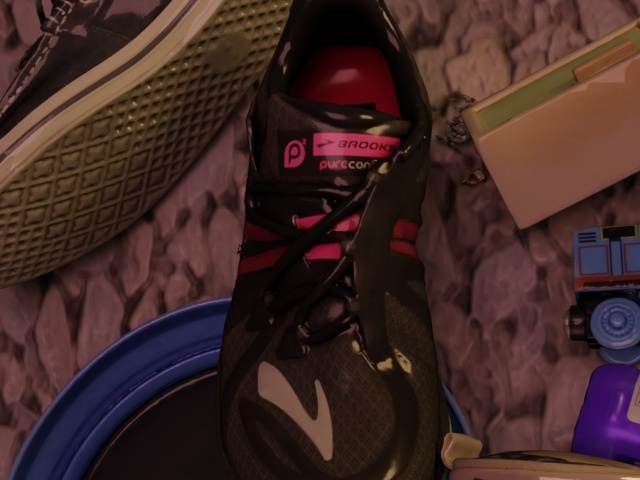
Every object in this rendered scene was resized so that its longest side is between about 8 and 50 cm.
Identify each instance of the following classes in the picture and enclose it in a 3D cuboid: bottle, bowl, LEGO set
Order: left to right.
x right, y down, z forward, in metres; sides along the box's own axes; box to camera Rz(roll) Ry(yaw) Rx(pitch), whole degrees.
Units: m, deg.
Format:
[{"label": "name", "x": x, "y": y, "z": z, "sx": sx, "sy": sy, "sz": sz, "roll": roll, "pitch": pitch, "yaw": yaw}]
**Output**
[{"label": "bowl", "x": -0.060, "y": 0.233, "z": 0.955, "sx": 0.391, "sy": 0.077, "sz": 0.391, "roll": -5, "pitch": 61, "yaw": 9}, {"label": "LEGO set", "x": 0.130, "y": -0.090, "z": 1.051, "sx": 0.054, "sy": 0.023, "sz": 0.083, "roll": -29, "pitch": 70, "yaw": 8}, {"label": "bottle", "x": 0.326, "y": 0.171, "z": 0.877, "sx": 0.282, "sy": 0.118, "sz": 0.092, "roll": 14, "pitch": 66, "yaw": 20}]

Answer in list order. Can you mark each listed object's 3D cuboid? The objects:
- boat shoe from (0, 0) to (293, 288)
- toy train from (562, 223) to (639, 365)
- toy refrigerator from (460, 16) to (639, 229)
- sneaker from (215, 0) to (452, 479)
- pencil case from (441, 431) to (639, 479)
[{"label": "boat shoe", "x": -0.176, "y": -0.159, "z": 1.083, "sx": 0.156, "sy": 0.187, "sz": 0.500, "roll": 39, "pitch": 85, "yaw": 26}, {"label": "toy train", "x": 0.281, "y": 0.039, "z": 0.947, "sx": 0.184, "sy": 0.080, "sz": 0.105, "roll": -4, "pitch": 70, "yaw": 16}, {"label": "toy refrigerator", "x": 0.251, "y": -0.122, "z": 0.963, "sx": 0.269, "sy": 0.102, "sz": 0.094, "roll": -27, "pitch": 107, "yaw": 9}, {"label": "sneaker", "x": 0.000, "y": 0.000, "z": 0.909, "sx": 0.185, "sy": 0.202, "sz": 0.483, "roll": -6, "pitch": 56, "yaw": 6}, {"label": "pencil case", "x": 0.163, "y": 0.330, "z": 0.783, "sx": 0.183, "sy": 0.160, "sz": 0.410, "roll": -5, "pitch": 83, "yaw": 23}]
